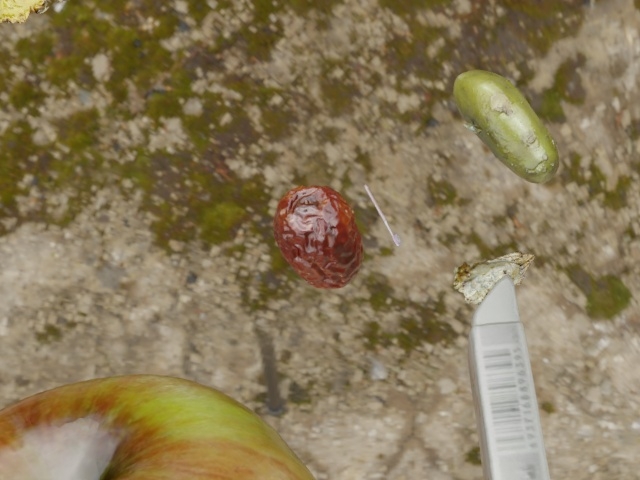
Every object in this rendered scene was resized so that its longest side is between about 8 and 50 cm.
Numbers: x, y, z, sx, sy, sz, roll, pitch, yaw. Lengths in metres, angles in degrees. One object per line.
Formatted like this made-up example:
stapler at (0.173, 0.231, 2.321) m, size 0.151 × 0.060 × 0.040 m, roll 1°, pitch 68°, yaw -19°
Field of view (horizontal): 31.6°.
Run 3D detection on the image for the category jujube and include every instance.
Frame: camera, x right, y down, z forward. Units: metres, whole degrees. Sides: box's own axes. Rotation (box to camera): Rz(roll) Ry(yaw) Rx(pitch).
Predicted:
jujube at (0.000, 0.000, 1.565) m, size 0.109 × 0.176 × 0.112 m, roll -41°, pitch 53°, yaw -17°

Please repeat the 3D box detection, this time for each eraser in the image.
eraser at (0.187, 0.203, 1.110) m, size 0.061 × 0.089 × 0.351 m, roll -6°, pitch 60°, yaw 3°

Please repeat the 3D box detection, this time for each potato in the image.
potato at (0.250, -0.153, 1.518) m, size 0.085 × 0.105 × 0.188 m, roll -41°, pitch 92°, yaw -3°

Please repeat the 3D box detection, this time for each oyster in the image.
oyster at (0.271, 0.057, 1.760) m, size 0.132 × 0.029 × 0.086 m, roll -3°, pitch 118°, yaw 18°

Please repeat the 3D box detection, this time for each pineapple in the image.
pineapple at (-0.343, -0.316, 1.374) m, size 0.114 × 0.077 × 0.114 m, roll 2°, pitch 55°, yaw -1°

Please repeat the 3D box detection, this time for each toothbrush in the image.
toothbrush at (0.085, -0.035, 1.539) m, size 0.008 × 0.006 × 0.097 m, roll -39°, pitch 76°, yaw 38°

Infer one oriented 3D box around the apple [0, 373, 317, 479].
apple at (-0.164, 0.306, 0.914) m, size 0.400 × 0.400 × 0.333 m, roll -4°, pitch 120°, yaw 18°
